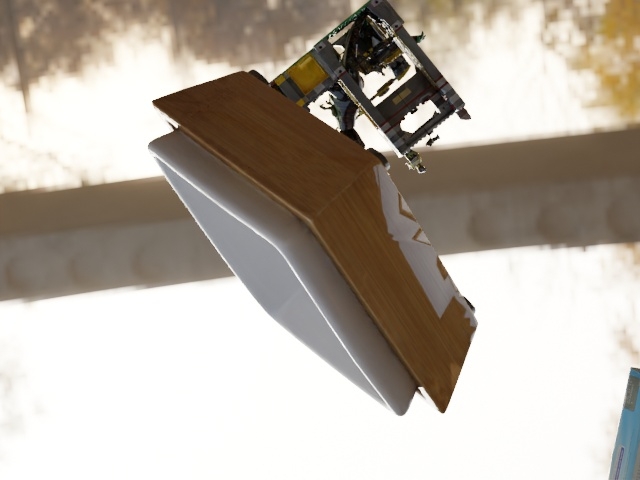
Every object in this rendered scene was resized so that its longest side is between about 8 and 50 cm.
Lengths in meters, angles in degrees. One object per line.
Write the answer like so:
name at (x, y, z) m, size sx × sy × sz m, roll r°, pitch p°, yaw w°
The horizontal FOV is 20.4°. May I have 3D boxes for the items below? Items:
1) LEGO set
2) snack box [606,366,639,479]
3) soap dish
LEGO set at (0.030, -0.130, 2.110) m, size 0.331 × 0.192 × 0.255 m, roll -39°, pitch -179°, yaw -10°
snack box at (0.410, 0.231, 1.564) m, size 0.322 × 0.187 × 0.060 m, roll 12°, pitch -179°, yaw -12°
soap dish at (0.000, 0.000, 1.501) m, size 0.118 × 0.291 × 0.229 m, roll -45°, pitch -133°, yaw -10°
